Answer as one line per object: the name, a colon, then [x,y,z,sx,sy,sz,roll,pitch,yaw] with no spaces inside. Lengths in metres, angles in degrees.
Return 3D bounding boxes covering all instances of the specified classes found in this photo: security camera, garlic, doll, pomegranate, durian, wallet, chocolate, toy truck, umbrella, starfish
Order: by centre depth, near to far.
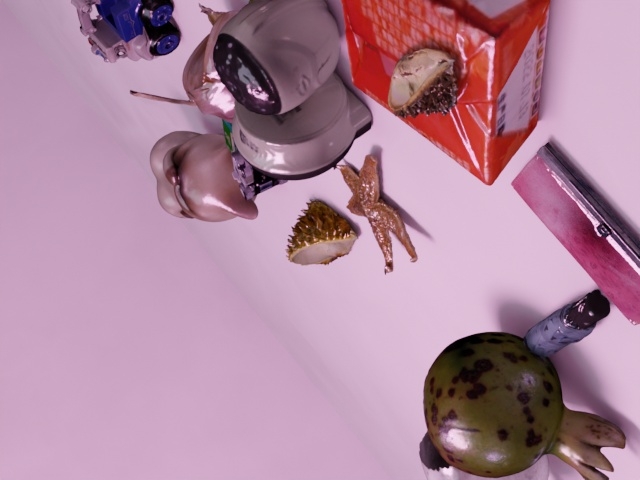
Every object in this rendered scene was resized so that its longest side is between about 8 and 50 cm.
durian: [0.109,-0.157,0.889,0.130,0.052,0.066,179,92,-68]
chocolate: [0.131,-0.214,0.941,0.237,0.108,0.235,41,161,30]
wallet: [0.320,-0.004,1.020,0.232,0.025,0.119,50,165,9]
umbrella: [0.337,0.120,1.195,0.053,0.052,0.250,50,165,9]
security camera: [-0.051,-0.233,1.263,0.197,0.191,0.277,46,163,27]
pomegranate: [0.298,0.272,1.332,0.306,0.242,0.242,29,154,39]
garlic: [-0.188,-0.304,1.463,0.207,0.256,0.207,177,90,-86]
starfish: [0.100,-0.050,1.509,0.231,0.048,0.295,59,164,13]
toy truck: [-0.134,-0.186,1.764,0.124,0.114,0.253,61,168,18]
toy truck: [-0.407,-0.457,1.802,0.161,0.177,0.213,46,163,18]
durian: [0.000,0.000,1.814,0.139,0.144,0.252,28,157,3]
doll: [-0.277,-0.152,2.052,0.370,0.226,0.215,-161,71,-71]

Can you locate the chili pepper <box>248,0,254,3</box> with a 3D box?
chili pepper: [-0.105,-0.377,1.415,0.030,0.017,0.083,47,167,13]

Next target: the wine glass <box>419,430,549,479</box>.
wine glass: [0.344,0.465,1.642,0.323,0.238,0.238,48,167,-20]
